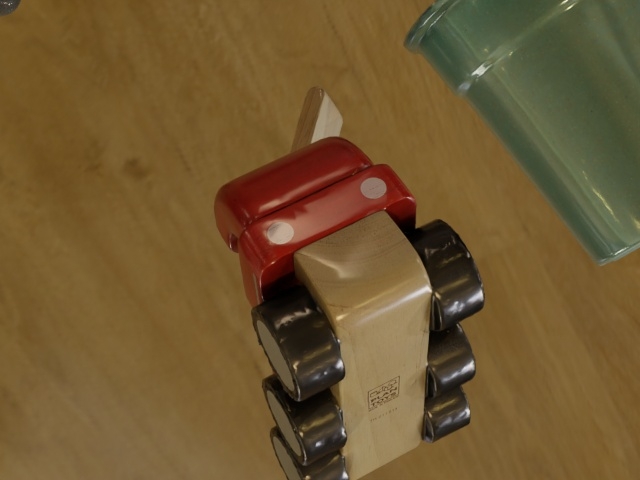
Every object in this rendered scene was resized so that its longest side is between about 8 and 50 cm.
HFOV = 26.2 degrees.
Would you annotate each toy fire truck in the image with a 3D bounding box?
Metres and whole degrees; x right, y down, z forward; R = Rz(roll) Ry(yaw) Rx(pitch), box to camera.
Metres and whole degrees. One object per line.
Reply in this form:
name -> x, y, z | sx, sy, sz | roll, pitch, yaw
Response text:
toy fire truck -> 0.000, 0.000, 0.851 | 0.158, 0.246, 0.217 | -26, 149, -14

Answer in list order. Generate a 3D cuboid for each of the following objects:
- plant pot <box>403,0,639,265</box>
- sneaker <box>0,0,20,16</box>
plant pot -> 0.325, -0.175, 1.525 | 0.341, 0.341, 0.334 | -35, 84, 18
sneaker -> -0.338, -0.312, 1.496 | 0.132, 0.086, 0.229 | 28, 151, 21
